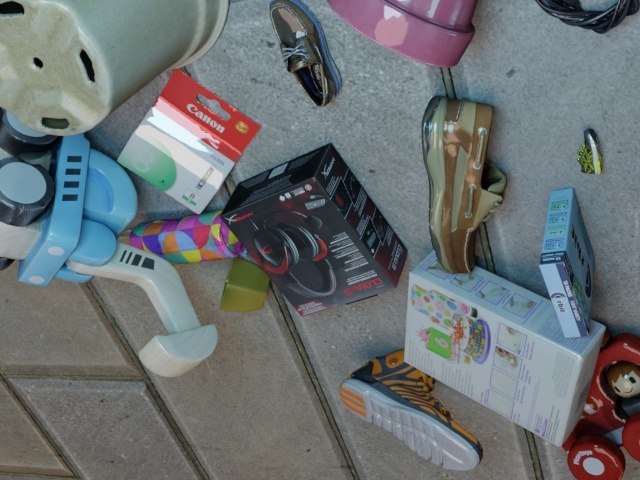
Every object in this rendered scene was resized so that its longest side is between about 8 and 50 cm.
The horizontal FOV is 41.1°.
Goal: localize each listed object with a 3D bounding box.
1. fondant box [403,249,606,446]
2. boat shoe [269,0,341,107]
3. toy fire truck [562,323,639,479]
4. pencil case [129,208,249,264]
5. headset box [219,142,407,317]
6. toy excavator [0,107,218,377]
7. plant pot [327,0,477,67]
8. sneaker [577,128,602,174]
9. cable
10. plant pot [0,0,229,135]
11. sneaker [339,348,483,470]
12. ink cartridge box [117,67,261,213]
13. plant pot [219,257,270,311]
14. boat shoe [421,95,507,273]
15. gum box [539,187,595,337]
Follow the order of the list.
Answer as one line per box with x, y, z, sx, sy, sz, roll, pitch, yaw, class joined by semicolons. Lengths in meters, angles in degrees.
0.310;0.184;1.501;0.330;0.096;0.238;26;138;28;fondant box
-0.025;-0.287;1.307;0.066;0.066;0.183;-17;122;31;boat shoe
0.522;0.285;1.558;0.254;0.169;0.302;50;130;1;toy fire truck
-0.248;-0.003;1.624;0.236;0.104;0.104;-7;127;27;pencil case
0.000;0.000;1.522;0.218;0.110;0.293;-19;121;33;headset box
-0.395;0.003;1.526;0.445;0.432;0.222;15;142;-29;toy excavator
0.134;-0.354;1.116;0.201;0.201;0.180;26;118;-2;plant pot
0.408;-0.133;1.303;0.035;0.031;0.083;-6;127;26;sneaker
0.345;-0.352;1.122;0.151;0.047;0.184;-3;129;23;cable
-0.341;-0.323;1.232;0.334;0.305;0.333;11;133;12;plant pot
0.205;0.303;1.648;0.321;0.180;0.124;27;139;34;sneaker
-0.235;-0.168;1.505;0.181;0.056;0.224;34;135;-10;ink cartridge box
-0.147;0.093;1.687;0.083;0.081;0.081;15;135;-9;plant pot
0.235;-0.079;1.359;0.120;0.122;0.324;1;131;16;boat shoe
0.394;0.034;1.351;0.041;0.184;0.157;-9;126;27;gum box
